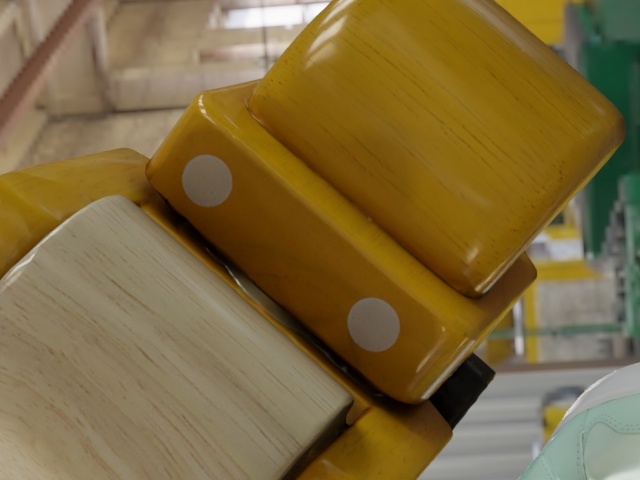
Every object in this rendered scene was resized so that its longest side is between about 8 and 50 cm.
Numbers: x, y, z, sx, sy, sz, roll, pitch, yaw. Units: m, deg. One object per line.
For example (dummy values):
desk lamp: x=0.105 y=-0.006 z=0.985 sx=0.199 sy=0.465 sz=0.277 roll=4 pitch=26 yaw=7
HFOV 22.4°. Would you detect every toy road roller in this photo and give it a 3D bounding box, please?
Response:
toy road roller: x=0.000 y=0.000 z=0.723 sx=0.240 sy=0.202 sz=0.329 roll=-52 pitch=-8 yaw=19

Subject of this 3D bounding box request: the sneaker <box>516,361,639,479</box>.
sneaker: x=0.094 y=0.156 z=0.639 sx=0.256 sy=0.094 sz=0.151 roll=-50 pitch=7 yaw=44
